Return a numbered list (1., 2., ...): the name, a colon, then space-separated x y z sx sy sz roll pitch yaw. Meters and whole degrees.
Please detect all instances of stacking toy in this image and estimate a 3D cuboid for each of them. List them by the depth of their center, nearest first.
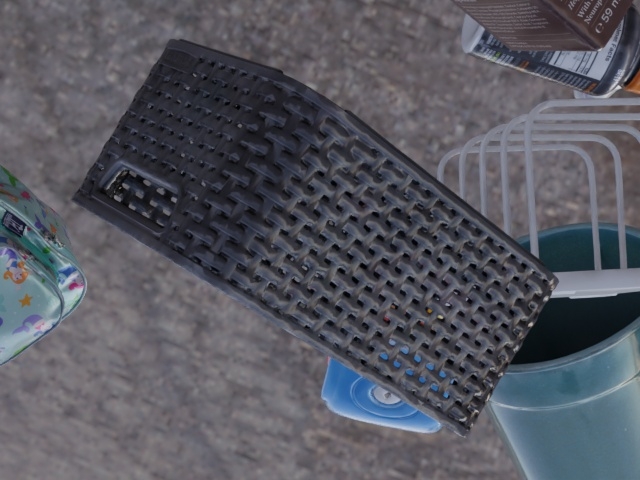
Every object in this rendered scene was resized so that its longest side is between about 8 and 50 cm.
1. stacking toy: 0.107 0.087 1.773 0.166 0.301 0.175 13 137 0

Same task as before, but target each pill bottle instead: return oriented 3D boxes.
1. pill bottle: 0.313 -0.260 1.704 0.246 0.130 0.130 17 158 -10

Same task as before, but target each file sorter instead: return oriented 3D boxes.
1. file sorter: 0.240 -0.030 1.319 0.193 0.173 0.278 -2 175 -12

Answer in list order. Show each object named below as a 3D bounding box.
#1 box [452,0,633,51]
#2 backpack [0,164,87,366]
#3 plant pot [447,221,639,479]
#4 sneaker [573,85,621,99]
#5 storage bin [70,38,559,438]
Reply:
1. box: 0.212 -0.314 1.376 0.203 0.168 0.167 34 174 -26
2. backpack: -0.401 0.039 1.577 0.191 0.225 0.253 60 -172 33
3. plant pot: 0.373 0.205 1.932 0.341 0.341 0.334 1 125 40
4. sneaker: 0.400 -0.315 2.105 0.103 0.252 0.111 7 142 -28
5. storage bin: 0.000 0.000 0.581 0.180 0.084 0.122 35 175 -37
